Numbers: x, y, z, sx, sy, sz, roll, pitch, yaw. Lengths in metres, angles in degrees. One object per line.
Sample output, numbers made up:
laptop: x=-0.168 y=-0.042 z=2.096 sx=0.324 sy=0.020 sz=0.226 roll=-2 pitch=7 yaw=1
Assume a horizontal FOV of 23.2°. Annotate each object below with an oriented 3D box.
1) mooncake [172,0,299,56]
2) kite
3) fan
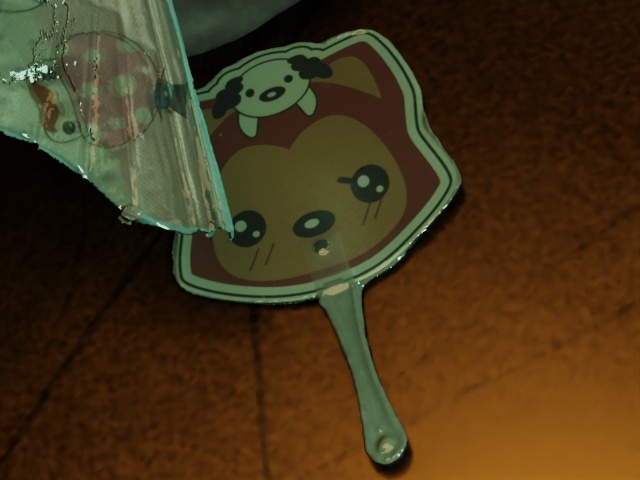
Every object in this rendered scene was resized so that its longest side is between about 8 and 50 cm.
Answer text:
mooncake: x=-0.091 y=-0.206 z=0.740 sx=0.245 sy=0.133 sz=0.245 roll=-9 pitch=53 yaw=12
kite: x=-0.167 y=-0.097 z=0.583 sx=0.335 sy=0.011 sz=0.314 roll=32 pitch=68 yaw=-13
fan: x=0.000 y=0.000 z=0.666 sx=0.132 sy=0.009 sz=0.220 roll=-22 pitch=57 yaw=4
